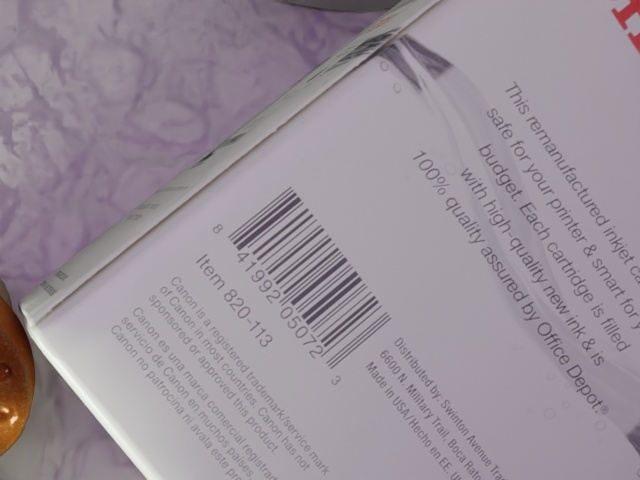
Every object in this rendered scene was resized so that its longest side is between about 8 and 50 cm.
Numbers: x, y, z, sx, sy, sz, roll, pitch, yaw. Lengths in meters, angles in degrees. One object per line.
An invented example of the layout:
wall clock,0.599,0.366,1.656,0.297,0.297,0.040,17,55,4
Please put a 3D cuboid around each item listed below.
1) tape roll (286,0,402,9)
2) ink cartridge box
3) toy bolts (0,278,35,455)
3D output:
tape roll,0.019,-0.253,0.555,0.246,0.169,0.246,1,77,-3
ink cartridge box,0.052,0.020,0.494,0.283,0.117,0.207,-39,102,-12
toy bolts,-0.249,0.088,0.503,0.229,0.158,0.218,17,117,-10
